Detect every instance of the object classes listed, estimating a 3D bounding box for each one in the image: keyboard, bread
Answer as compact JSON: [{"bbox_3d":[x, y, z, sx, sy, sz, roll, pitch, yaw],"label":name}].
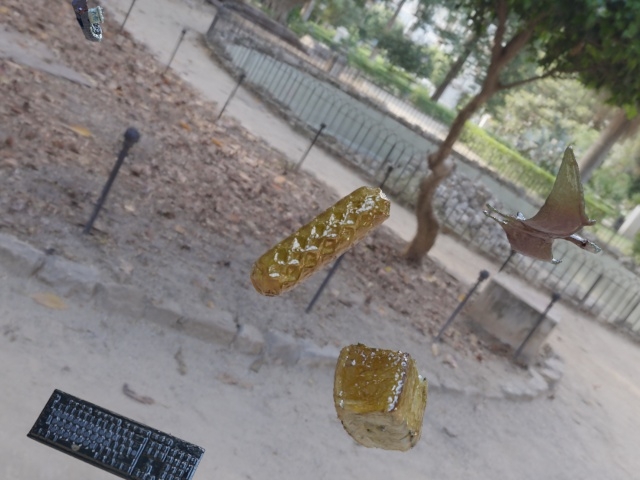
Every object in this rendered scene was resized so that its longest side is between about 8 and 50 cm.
[{"bbox_3d":[-0.230,0.227,0.762,0.198,0.063,0.010,18,-31,12],"label":"keyboard"},{"bbox_3d":[0.000,0.000,0.657,0.044,0.157,0.052,57,-8,-14],"label":"bread"},{"bbox_3d":[0.050,0.141,0.611,0.077,0.070,0.083,0,-41,26],"label":"bread"}]

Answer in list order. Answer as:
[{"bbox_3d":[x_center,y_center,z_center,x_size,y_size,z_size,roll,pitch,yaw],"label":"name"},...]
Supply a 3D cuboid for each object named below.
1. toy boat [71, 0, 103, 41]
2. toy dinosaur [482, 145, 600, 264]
[{"bbox_3d":[-0.302,-0.295,0.894,0.038,0.038,0.083,34,-17,9],"label":"toy boat"},{"bbox_3d":[0.389,-0.051,1.180,0.207,0.113,0.327,10,-17,34],"label":"toy dinosaur"}]
